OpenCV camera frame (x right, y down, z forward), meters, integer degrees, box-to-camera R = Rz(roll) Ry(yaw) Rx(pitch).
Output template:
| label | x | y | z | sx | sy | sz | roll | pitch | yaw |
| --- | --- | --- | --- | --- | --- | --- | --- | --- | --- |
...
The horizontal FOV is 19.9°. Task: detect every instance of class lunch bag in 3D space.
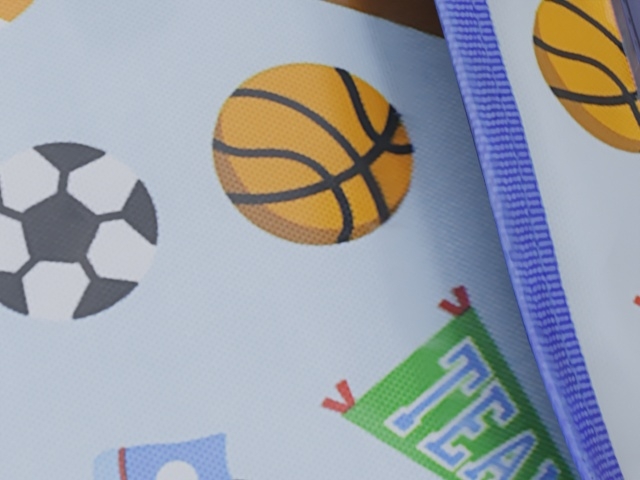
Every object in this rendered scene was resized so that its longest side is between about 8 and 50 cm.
| label | x | y | z | sx | sy | sz | roll | pitch | yaw |
| --- | --- | --- | --- | --- | --- | --- | --- | --- | --- |
| lunch bag | 0.000 | 0.000 | 0.549 | 0.239 | 0.386 | 0.327 | 97 | 159 | -69 |
